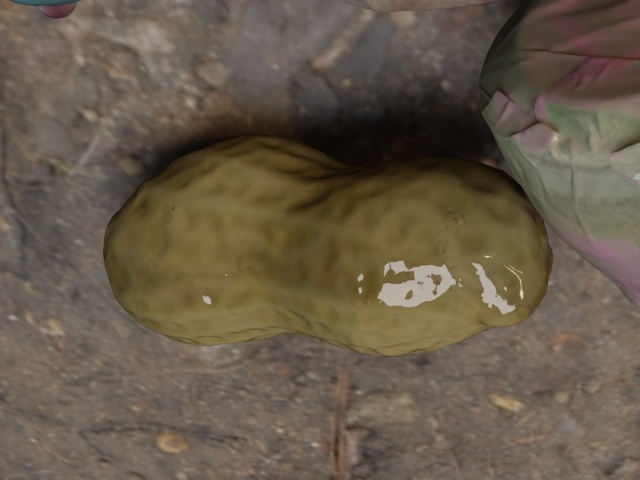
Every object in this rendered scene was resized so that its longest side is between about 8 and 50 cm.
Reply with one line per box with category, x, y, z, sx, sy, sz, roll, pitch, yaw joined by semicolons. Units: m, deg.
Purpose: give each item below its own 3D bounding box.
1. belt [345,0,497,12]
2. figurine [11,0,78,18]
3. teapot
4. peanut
belt;0.086;-0.230;0.492;0.227;0.115;0.324;20;130;-16
figurine;-0.177;-0.208;0.553;0.205;0.103;0.260;-24;115;22
teapot;0.195;-0.034;0.598;0.163;0.221;0.178;-41;129;-7
peanut;0.000;0.000;0.689;0.257;0.123;0.123;-1;133;26
